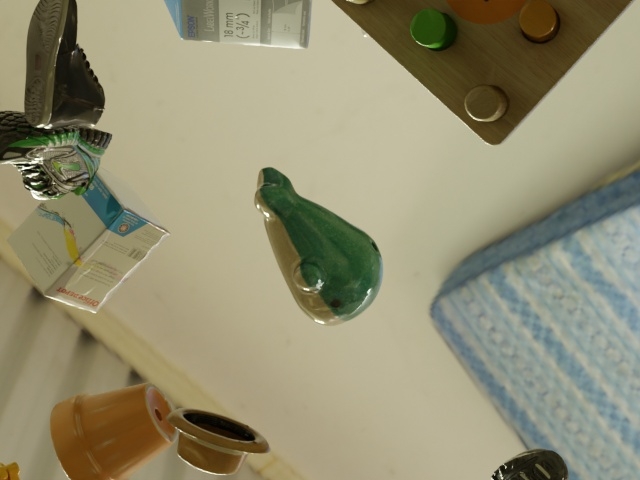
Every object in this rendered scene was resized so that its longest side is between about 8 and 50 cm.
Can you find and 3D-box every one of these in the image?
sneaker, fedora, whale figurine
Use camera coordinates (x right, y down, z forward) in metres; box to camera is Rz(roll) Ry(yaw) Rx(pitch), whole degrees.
[{"bbox_3d":[0.303,0.359,1.621,0.100,0.108,0.271,43,153,25],"label":"sneaker"},{"bbox_3d":[-0.188,0.362,2.023,0.194,0.079,0.194,19,-175,-2],"label":"fedora"},{"bbox_3d":[0.000,0.000,1.770,0.272,0.141,0.216,59,-164,-22],"label":"whale figurine"},{"bbox_3d":[-0.469,-0.137,1.968,0.134,0.146,0.343,16,-176,17],"label":"sneaker"},{"bbox_3d":[-0.396,-0.287,1.810,0.118,0.222,0.083,-4,-157,-46],"label":"sneaker"}]

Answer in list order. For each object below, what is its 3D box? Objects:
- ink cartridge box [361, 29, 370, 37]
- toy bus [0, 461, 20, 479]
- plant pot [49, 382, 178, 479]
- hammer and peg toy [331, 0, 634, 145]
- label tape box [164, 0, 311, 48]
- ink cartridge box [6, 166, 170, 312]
[{"bbox_3d":[0.184,-0.433,2.048,0.203,0.148,0.086,-2,-111,-20],"label":"ink cartridge box"},{"bbox_3d":[-0.479,0.416,1.624,0.149,0.211,0.220,-18,-73,-48],"label":"toy bus"},{"bbox_3d":[-0.389,0.372,2.227,0.205,0.188,0.205,60,-169,-20],"label":"plant pot"},{"bbox_3d":[0.136,-0.309,1.163,0.361,0.266,0.127,45,-163,10],"label":"hammer and peg toy"},{"bbox_3d":[-0.177,-0.447,1.927,0.240,0.334,0.106,96,177,-58],"label":"label tape box"},{"bbox_3d":[-0.459,-0.006,2.262,0.168,0.232,0.171,48,-173,29],"label":"ink cartridge box"}]
